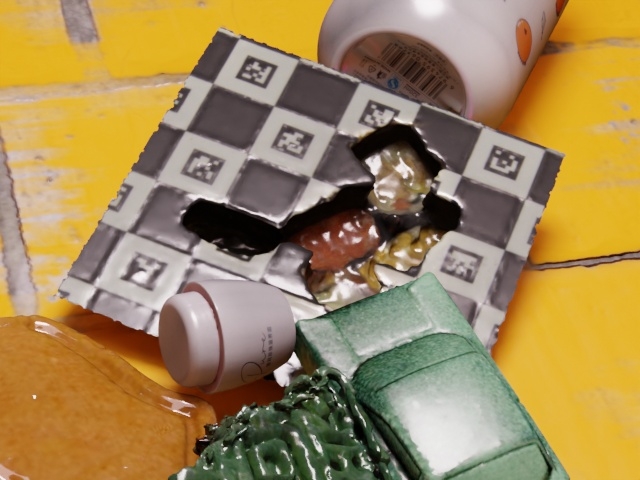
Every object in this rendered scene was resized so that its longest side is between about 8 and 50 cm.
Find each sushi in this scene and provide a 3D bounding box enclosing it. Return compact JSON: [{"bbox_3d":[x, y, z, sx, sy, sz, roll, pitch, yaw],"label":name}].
[{"bbox_3d":[0.000,0.000,1.499,0.359,0.064,0.343,21,55,7],"label":"sushi"}]

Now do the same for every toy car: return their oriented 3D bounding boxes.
[{"bbox_3d":[0.100,0.163,1.288,0.141,0.097,0.321,-20,54,-19],"label":"toy car"}]

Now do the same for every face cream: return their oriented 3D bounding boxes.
[{"bbox_3d":[-0.075,0.075,1.343,0.095,0.091,0.091,-8,43,-28],"label":"face cream"}]

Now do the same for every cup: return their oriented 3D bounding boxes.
[{"bbox_3d":[0.131,-0.235,1.685,0.212,0.212,0.317,18,42,11],"label":"cup"}]

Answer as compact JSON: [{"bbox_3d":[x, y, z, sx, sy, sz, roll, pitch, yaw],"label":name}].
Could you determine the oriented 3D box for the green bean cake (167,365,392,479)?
[{"bbox_3d":[-0.048,0.184,1.203,0.208,0.107,0.193,3,50,-33],"label":"green bean cake"}]

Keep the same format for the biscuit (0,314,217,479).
[{"bbox_3d":[-0.287,0.195,1.240,0.455,0.078,0.350,-12,49,-22],"label":"biscuit"}]
